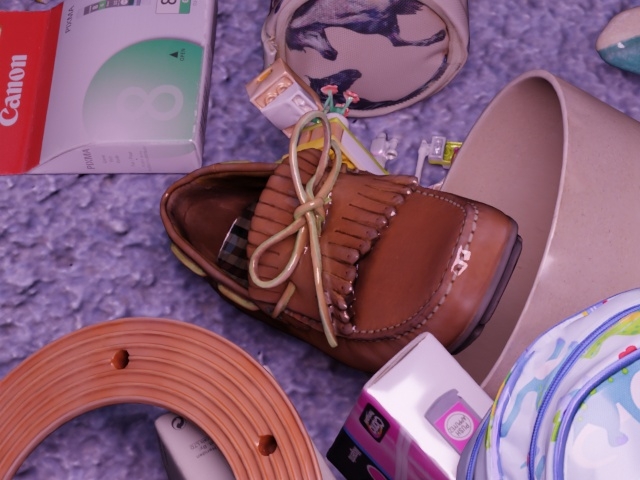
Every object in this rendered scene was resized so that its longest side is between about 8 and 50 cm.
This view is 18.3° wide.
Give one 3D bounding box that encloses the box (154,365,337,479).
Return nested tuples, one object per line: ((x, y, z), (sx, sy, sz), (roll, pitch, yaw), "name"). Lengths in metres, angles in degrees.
((-0.010, 0.230, 1.351), (0.094, 0.113, 0.275), (-25, 57, -12), "box")

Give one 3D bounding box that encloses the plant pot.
((0.230, 0.047, 1.381), (0.274, 0.256, 0.256), (19, 56, -14), "plant pot")

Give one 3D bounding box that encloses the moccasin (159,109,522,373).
((0.002, -0.003, 1.365), (0.139, 0.147, 0.380), (-60, 28, -5), "moccasin")

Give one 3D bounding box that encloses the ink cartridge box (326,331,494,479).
((0.157, 0.230, 1.240), (0.069, 0.176, 0.371), (-42, 80, -20), "ink cartridge box")

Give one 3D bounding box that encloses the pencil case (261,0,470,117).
((0.032, -0.299, 1.671), (0.183, 0.160, 0.410), (-6, 55, 9), "pencil case")

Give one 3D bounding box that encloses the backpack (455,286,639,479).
((0.224, 0.195, 1.054), (0.290, 0.273, 0.356), (-24, 62, -9), "backpack")

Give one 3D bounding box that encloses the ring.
((-0.136, 0.217, 1.330), (0.336, 0.032, 0.337), (-10, 69, 27), "ring")

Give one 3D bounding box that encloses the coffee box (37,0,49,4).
((-0.314, -0.470, 1.703), (0.338, 0.338, 0.334), (24, 62, 18), "coffee box")

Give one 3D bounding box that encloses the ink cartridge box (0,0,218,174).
((-0.203, -0.139, 1.647), (0.224, 0.056, 0.181), (1, 56, 3), "ink cartridge box")

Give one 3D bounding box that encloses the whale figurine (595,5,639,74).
((0.359, -0.174, 1.565), (0.272, 0.216, 0.141), (-22, 87, 15), "whale figurine")

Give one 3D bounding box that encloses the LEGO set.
((0.072, -0.073, 1.534), (0.287, 0.132, 0.107), (20, 51, -9), "LEGO set")
